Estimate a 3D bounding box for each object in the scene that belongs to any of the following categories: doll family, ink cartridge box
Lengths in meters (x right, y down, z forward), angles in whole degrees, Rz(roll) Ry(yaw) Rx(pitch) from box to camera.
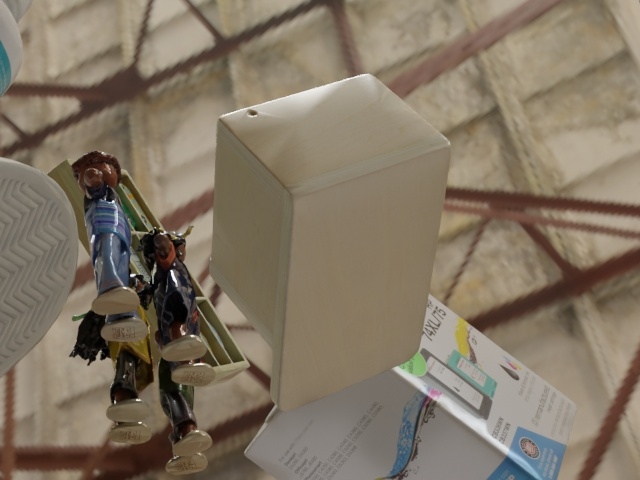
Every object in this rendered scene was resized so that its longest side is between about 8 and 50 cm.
[{"bbox_3d":[-0.096,0.034,0.754,0.076,0.193,0.111,0,-133,-10],"label":"doll family"},{"bbox_3d":[0.100,0.203,1.522,0.197,0.270,0.198,-54,179,27],"label":"ink cartridge box"}]

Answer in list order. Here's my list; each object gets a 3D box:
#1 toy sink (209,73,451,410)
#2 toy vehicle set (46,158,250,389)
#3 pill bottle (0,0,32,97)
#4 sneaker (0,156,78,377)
[{"bbox_3d":[0.000,0.000,1.193,0.153,0.234,0.131,-20,-135,-27],"label":"toy sink"},{"bbox_3d":[-0.182,0.037,1.510,0.035,0.166,0.266,-35,-98,11],"label":"toy vehicle set"},{"bbox_3d":[-0.329,-0.126,1.098,0.146,0.146,0.264,-2,-134,39],"label":"pill bottle"},{"bbox_3d":[-0.238,0.022,0.488,0.169,0.108,0.292,17,-152,35],"label":"sneaker"}]
